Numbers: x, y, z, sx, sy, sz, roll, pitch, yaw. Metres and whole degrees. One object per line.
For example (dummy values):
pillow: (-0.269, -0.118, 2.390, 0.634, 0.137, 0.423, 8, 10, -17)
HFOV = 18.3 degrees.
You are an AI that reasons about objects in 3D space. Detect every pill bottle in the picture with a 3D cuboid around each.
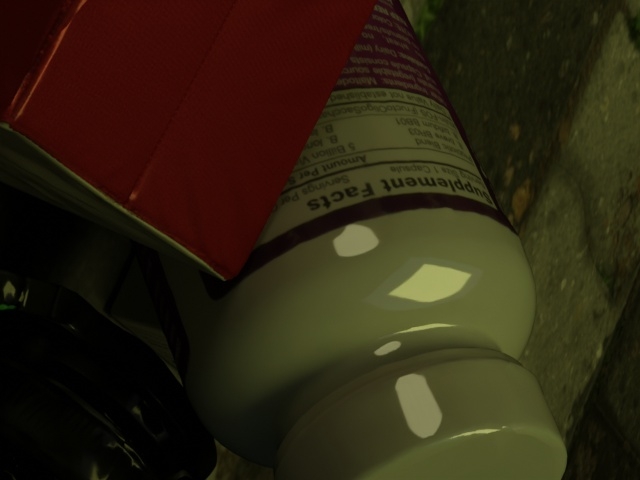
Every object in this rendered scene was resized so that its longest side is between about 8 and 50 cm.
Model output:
pill bottle: (0.000, 0.000, 0.930, 0.169, 0.301, 0.169, -16, 148, -11)

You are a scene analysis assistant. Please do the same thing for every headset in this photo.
headset: (-0.114, 0.155, 0.941, 0.394, 0.185, 0.243, 25, 81, -48)

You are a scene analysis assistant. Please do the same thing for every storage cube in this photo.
storage cube: (-0.103, -0.124, 0.823, 0.193, 0.215, 0.183, -64, 149, -8)

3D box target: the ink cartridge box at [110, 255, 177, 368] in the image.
ink cartridge box: (-0.001, 0.061, 1.125, 0.203, 0.148, 0.086, 48, 60, -55)
